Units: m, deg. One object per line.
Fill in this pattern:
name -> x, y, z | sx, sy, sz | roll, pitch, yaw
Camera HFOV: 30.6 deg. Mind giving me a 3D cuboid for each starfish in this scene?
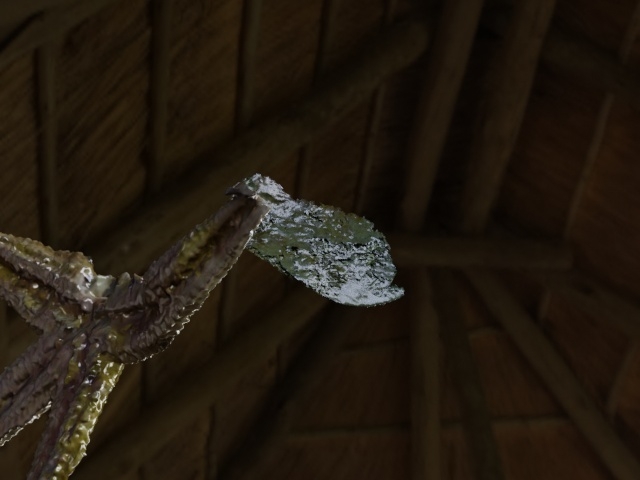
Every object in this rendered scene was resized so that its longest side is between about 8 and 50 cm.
starfish -> -0.245, 0.101, 1.011 | 0.398, 0.384, 0.132 | 19, -10, 38

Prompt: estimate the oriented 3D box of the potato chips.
potato chips -> 0.000, 0.000, 1.264 | 0.142, 0.209, 0.026 | -33, -19, -35
